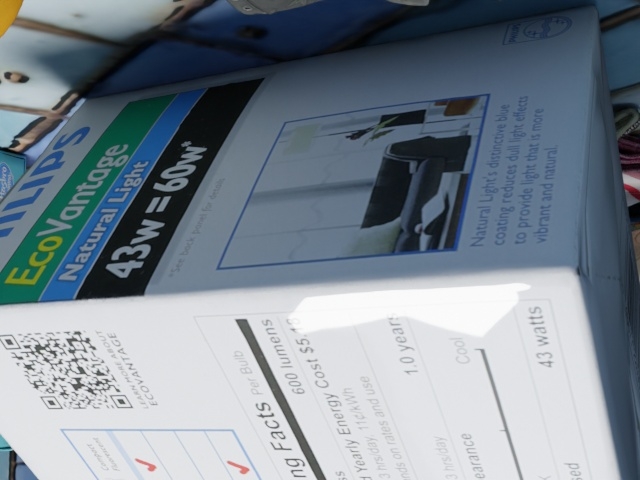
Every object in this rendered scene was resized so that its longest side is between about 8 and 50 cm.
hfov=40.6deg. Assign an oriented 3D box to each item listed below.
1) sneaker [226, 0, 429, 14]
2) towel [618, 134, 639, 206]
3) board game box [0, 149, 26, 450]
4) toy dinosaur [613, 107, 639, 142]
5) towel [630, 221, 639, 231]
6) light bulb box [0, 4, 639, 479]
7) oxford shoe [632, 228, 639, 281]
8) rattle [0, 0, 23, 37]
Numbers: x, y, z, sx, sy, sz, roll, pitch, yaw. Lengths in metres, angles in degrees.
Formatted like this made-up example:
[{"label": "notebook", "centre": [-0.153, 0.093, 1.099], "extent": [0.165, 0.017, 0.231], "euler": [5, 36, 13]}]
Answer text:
[{"label": "sneaker", "centre": [-0.040, -0.119, 0.347], "extent": [0.170, 0.051, 0.089], "euler": [-6, 166, 6]}, {"label": "towel", "centre": [0.206, -0.047, 0.885], "extent": [0.237, 0.037, 0.329], "euler": [7, 168, -36]}, {"label": "board game box", "centre": [-0.363, 0.031, 0.610], "extent": [0.079, 0.254, 0.336], "euler": [-5, 170, 26]}, {"label": "toy dinosaur", "centre": [0.113, -0.076, 0.626], "extent": [0.268, 0.064, 0.118], "euler": [2, 177, -2]}, {"label": "towel", "centre": [0.375, -0.005, 1.037], "extent": [0.370, 0.040, 0.271], "euler": [-5, 175, 9]}, {"label": "light bulb box", "centre": [0.017, 0.085, 0.566], "extent": [0.361, 0.225, 0.358], "euler": [-5, 129, 24]}, {"label": "oxford shoe", "centre": [0.380, -0.025, 0.749], "extent": [0.397, 0.140, 0.146], "euler": [-22, 123, 34]}, {"label": "rattle", "centre": [-0.268, -0.116, 0.410], "extent": [0.199, 0.143, 0.130], "euler": [11, 147, 37]}]
